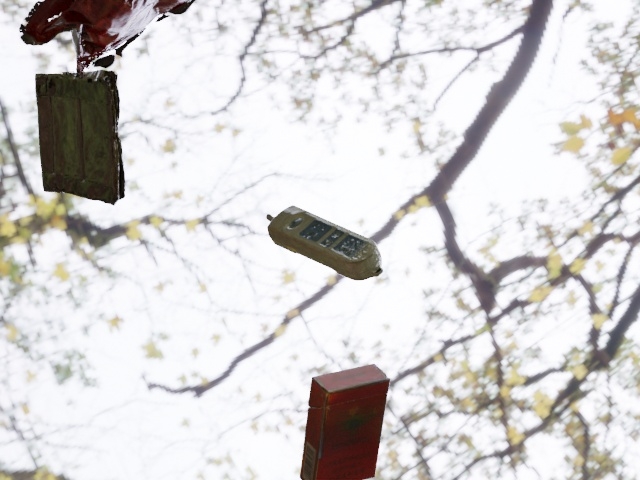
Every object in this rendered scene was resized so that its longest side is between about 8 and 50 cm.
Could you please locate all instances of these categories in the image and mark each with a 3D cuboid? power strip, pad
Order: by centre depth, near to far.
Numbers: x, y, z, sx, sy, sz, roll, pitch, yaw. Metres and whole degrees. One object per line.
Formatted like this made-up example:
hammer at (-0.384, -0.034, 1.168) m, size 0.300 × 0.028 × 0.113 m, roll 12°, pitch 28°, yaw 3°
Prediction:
power strip at (0.000, 0.000, 1.327) m, size 0.191 × 0.047 × 0.030 m, roll 24°, pitch -33°, yaw 43°
pad at (-0.326, -0.140, 1.582) m, size 0.233 × 0.022 × 0.174 m, roll 9°, pitch -76°, yaw 52°

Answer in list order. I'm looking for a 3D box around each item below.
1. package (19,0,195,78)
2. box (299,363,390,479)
package at (-0.226, -0.305, 1.405) m, size 0.269 × 0.194 × 0.071 m, roll -37°, pitch -112°, yaw 11°
box at (0.033, 0.270, 1.705) m, size 0.048 × 0.112 × 0.175 m, roll 38°, pitch -53°, yaw 49°
